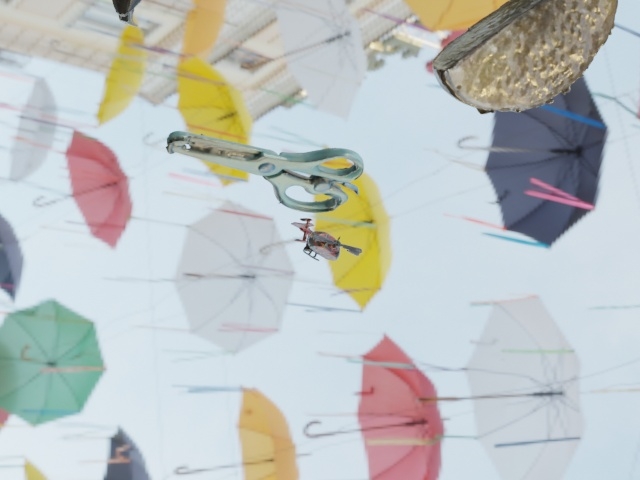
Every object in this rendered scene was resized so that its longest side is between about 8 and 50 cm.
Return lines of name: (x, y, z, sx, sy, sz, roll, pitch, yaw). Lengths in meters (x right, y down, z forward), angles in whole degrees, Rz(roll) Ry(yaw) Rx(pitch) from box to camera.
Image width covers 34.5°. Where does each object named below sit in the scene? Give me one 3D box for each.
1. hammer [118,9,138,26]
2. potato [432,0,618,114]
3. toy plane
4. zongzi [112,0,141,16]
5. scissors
hammer: (-0.364, -0.556, 2.162, 0.111, 0.033, 0.288, 103, 3, -51)
potato: (0.243, -0.230, 1.244, 0.261, 0.120, 0.100, -36, -158, -11)
toy plane: (0.000, 0.000, 1.505, 0.060, 0.145, 0.037, 3, -109, 34)
zongzi: (-0.310, -0.658, 1.911, 0.362, 0.383, 0.319, -1, -134, 39)
scissors: (-0.093, -0.131, 1.799, 0.180, 0.393, 0.032, -46, -136, 40)
